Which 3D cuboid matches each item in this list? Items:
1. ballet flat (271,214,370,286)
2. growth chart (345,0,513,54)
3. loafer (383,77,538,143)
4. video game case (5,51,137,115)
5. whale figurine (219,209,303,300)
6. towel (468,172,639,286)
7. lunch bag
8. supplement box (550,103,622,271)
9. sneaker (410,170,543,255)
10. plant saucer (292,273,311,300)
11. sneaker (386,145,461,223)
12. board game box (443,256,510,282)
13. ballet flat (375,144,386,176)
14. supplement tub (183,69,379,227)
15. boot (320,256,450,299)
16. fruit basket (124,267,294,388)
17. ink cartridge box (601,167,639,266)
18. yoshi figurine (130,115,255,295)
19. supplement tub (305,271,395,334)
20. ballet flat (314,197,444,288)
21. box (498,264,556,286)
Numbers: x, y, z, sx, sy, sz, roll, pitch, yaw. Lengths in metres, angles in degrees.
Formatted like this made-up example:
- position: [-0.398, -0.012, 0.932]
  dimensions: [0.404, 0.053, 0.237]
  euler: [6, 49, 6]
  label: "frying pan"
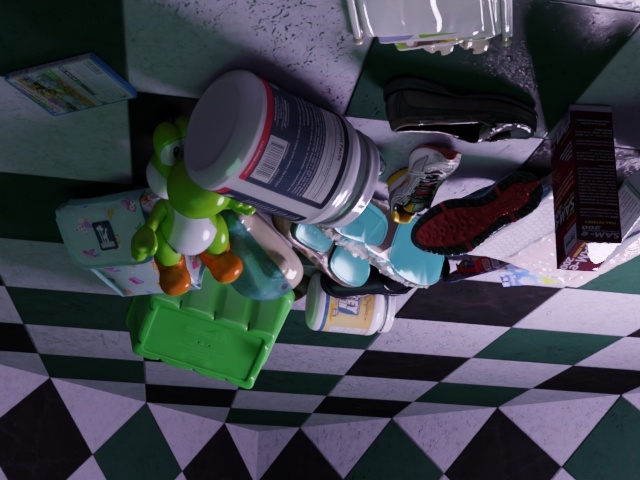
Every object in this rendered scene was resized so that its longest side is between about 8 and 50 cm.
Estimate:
- position: [0.000, 0.000, 1.842]
  dimensions: [0.106, 0.108, 0.316]
  euler: [25, 168, 39]
  label: "ballet flat"
- position: [0.148, -0.304, 1.179]
  dimensions: [0.237, 0.021, 0.172]
  euler: [0, 158, 4]
  label: "growth chart"
- position: [0.223, -0.184, 1.379]
  dimensions: [0.267, 0.084, 0.096]
  euler: [9, 156, -17]
  label: "loafer"
- position: [-0.393, -0.244, 1.374]
  dimensions: [0.166, 0.015, 0.119]
  euler: [-8, 156, 22]
  label: "video game case"
- position: [-0.149, 0.020, 1.758]
  dimensions: [0.141, 0.216, 0.272]
  euler: [-42, 140, -5]
  label: "whale figurine"
- position: [0.503, -0.009, 1.774]
  dimensions: [0.317, 0.053, 0.332]
  euler: [16, 152, -18]
  label: "towel"
- position: [-0.382, -0.004, 1.776]
  dimensions: [0.223, 0.160, 0.262]
  euler: [-6, 145, 27]
  label: "lunch bag"
- position: [0.425, -0.084, 1.404]
  dimensions: [0.073, 0.239, 0.130]
  euler: [3, 157, 0]
  label: "supplement box"
- position: [0.285, -0.038, 1.622]
  dimensions: [0.261, 0.104, 0.125]
  euler: [-22, 177, -9]
  label: "sneaker"
- position: [-0.115, 0.121, 2.210]
  dimensions: [0.198, 0.036, 0.198]
  euler: [2, 157, 1]
  label: "plant saucer"
- position: [0.190, -0.099, 1.577]
  dimensions: [0.088, 0.093, 0.225]
  euler: [9, 155, -14]
  label: "sneaker"
- position: [0.352, 0.050, 1.962]
  dimensions: [0.168, 0.033, 0.133]
  euler: [-16, -173, 20]
  label: "board game box"
- position: [0.023, -0.141, 1.548]
  dimensions: [0.188, 0.070, 0.070]
  euler: [-6, 156, 14]
  label: "ballet flat"
- position: [-0.060, -0.137, 1.377]
  dimensions: [0.272, 0.191, 0.191]
  euler: [20, 151, -37]
  label: "supplement tub"
- position: [0.148, 0.071, 1.983]
  dimensions: [0.246, 0.094, 0.207]
  euler: [5, 162, -24]
  label: "boot"
- position: [-0.273, 0.166, 2.112]
  dimensions: [0.392, 0.392, 0.283]
  euler: [13, 118, -24]
  label: "fruit basket"
- position: [0.570, -0.086, 1.452]
  dimensions: [0.239, 0.060, 0.275]
  euler: [-34, 161, -12]
  label: "ink cartridge box"
- position: [-0.222, -0.040, 1.525]
  dimensions: [0.203, 0.204, 0.362]
  euler: [16, 139, 14]
  label: "yoshi figurine"
- position: [0.072, 0.157, 2.139]
  dimensions: [0.199, 0.144, 0.144]
  euler: [6, 157, -12]
  label: "supplement tub"
- position: [0.104, -0.024, 1.764]
  dimensions: [0.147, 0.147, 0.409]
  euler: [-14, 150, 34]
  label: "ballet flat"
- position: [0.508, 0.067, 2.018]
  dimensions: [0.178, 0.042, 0.109]
  euler: [-6, 155, 17]
  label: "box"
